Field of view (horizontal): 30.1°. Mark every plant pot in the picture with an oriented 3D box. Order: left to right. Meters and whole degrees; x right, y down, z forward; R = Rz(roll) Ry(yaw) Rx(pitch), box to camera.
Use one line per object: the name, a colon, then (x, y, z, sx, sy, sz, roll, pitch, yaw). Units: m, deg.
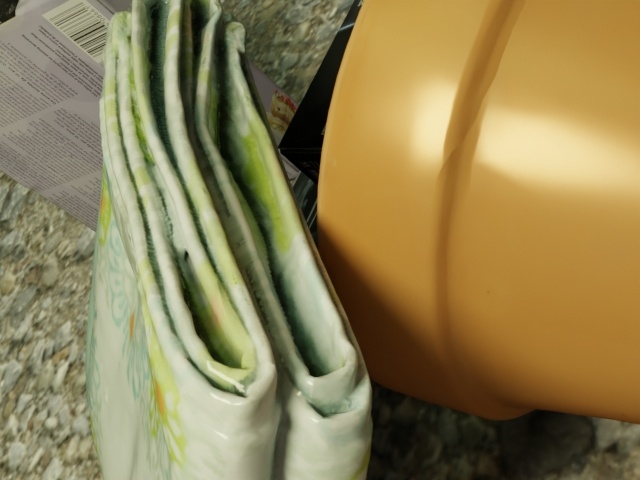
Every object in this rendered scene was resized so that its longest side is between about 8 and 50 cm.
plant pot: (0.164, -0.032, 0.563, 0.204, 0.291, 0.290, 19, 71, 34)

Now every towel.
towel: (-0.070, 0.094, 0.631, 0.090, 0.374, 0.320, -4, 41, -14)

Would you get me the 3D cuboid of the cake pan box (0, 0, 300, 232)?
cake pan box: (-0.180, -0.112, 0.957, 0.246, 0.267, 0.070, -19, 49, 36)

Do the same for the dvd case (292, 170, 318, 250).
dvd case: (0.000, 0.000, 0.827, 0.238, 0.030, 0.179, -63, 18, -20)

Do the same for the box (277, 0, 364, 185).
box: (0.083, -0.064, 0.726, 0.078, 0.180, 0.147, 5, 61, 46)
